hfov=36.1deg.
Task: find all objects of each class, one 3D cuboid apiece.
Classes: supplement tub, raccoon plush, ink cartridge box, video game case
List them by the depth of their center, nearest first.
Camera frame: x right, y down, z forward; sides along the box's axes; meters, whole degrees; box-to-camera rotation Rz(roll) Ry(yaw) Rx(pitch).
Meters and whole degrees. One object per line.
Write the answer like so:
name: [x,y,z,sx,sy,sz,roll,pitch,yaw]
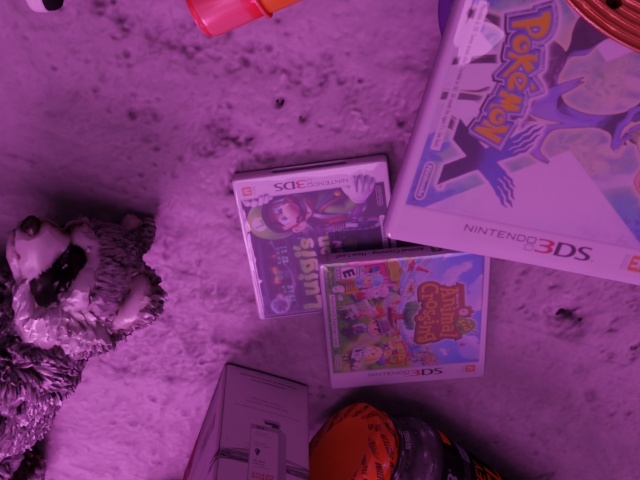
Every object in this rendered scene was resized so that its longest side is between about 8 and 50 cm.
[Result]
video game case: [0.247,-0.118,0.961,0.300,0.036,0.329,10,120,-9]
video game case: [0.000,0.000,1.126,0.173,0.022,0.190,-7,121,3]
raccoon plush: [-0.302,0.136,1.154,0.299,0.216,0.446,-17,150,-7]
ink cartridge box: [-0.098,0.320,1.160,0.117,0.283,0.207,17,119,-11]
video game case: [0.100,0.092,1.160,0.193,0.023,0.212,-5,130,0]
supplement tub: [0.140,0.358,1.234,0.338,0.207,0.207,37,113,-21]

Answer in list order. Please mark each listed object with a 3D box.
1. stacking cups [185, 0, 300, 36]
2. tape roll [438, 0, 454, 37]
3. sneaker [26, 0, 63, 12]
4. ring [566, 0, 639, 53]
stacking cups: [0.024,-0.279,0.931,0.316,0.096,0.096,-22,119,16]
tape roll: [0.214,-0.220,0.968,0.189,0.080,0.189,-1,120,-2]
sneaker: [-0.210,-0.309,0.904,0.121,0.079,0.216,7,119,-4]
ring: [0.323,-0.319,0.859,0.337,0.032,0.336,0,91,-9]
